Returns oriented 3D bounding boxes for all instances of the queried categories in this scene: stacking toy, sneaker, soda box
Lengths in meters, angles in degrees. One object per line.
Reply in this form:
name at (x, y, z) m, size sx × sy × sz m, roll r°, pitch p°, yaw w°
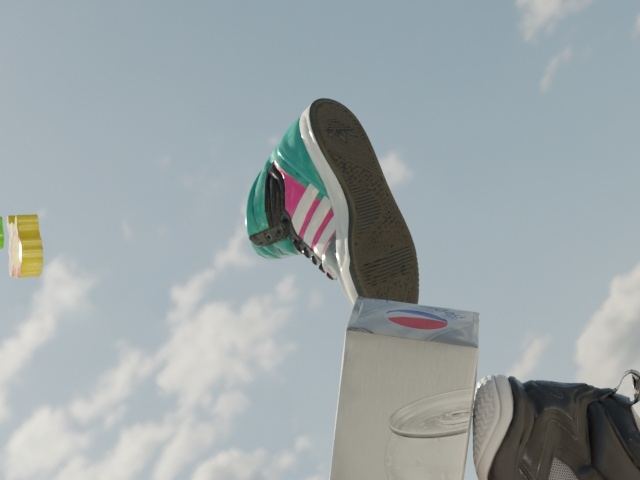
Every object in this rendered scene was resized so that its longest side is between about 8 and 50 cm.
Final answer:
stacking toy at (-0.322, 0.008, 1.000) m, size 0.167 × 0.221 × 0.052 m, roll -3°, pitch -88°, yaw -24°
sneaker at (0.000, 0.000, 1.518) m, size 0.123 × 0.296 × 0.178 m, roll 1°, pitch -27°, yaw -39°
soda box at (0.055, 0.192, 0.943) m, size 0.091 × 0.098 × 0.286 m, roll -60°, pitch -23°, yaw -75°
sneaker at (0.204, 0.227, 0.962) m, size 0.153 × 0.269 × 0.101 m, roll -8°, pitch 5°, yaw 10°
